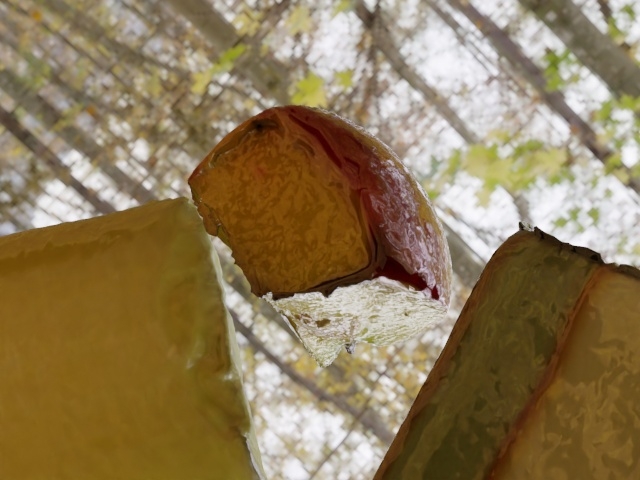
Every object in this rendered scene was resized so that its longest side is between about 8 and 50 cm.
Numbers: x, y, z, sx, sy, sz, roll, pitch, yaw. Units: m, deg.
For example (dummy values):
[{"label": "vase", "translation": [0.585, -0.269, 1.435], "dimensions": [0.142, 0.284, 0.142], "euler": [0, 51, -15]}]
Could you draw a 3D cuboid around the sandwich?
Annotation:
[{"label": "sandwich", "translation": [0.141, 0.128, 0.500], "dimensions": [0.155, 0.227, 0.198], "euler": [28, -87, 41]}]

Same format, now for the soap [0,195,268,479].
[{"label": "soap", "translation": [-0.234, 0.143, 0.996], "dimensions": [0.427, 0.306, 0.115], "euler": [-15, 179, 24]}]

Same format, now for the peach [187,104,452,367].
[{"label": "peach", "translation": [0.002, -0.004, 0.635], "dimensions": [0.151, 0.151, 0.118], "euler": [-28, -134, 55]}]
